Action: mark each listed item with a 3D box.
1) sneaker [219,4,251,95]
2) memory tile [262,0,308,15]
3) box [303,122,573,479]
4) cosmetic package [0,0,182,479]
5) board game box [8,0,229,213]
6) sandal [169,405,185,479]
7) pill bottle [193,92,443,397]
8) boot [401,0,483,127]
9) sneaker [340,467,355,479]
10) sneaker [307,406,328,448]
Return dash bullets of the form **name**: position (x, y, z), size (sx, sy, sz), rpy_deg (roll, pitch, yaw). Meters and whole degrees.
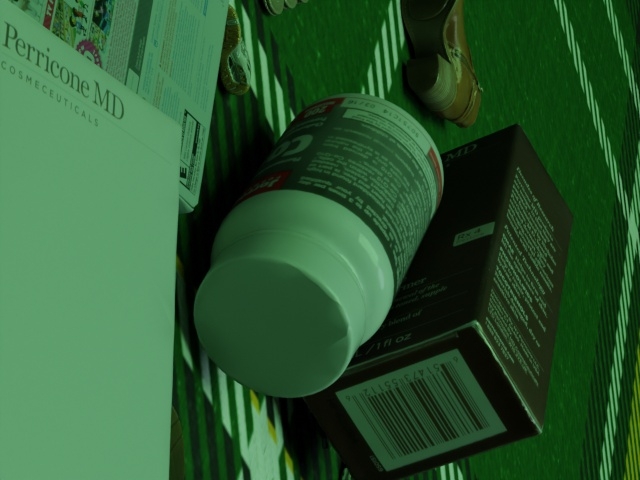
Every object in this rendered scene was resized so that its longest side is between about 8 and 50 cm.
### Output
- **sneaker**: position (-0.081, -0.172, 1.454), size (0.037, 0.032, 0.083), rpy_deg (-69, 152, -72)
- **memory tile**: position (-0.048, -0.297, 1.586), size (0.113, 0.012, 0.148), rpy_deg (-42, 120, -63)
- **box**: position (0.124, 0.053, 1.589), size (0.143, 0.191, 0.381), rpy_deg (58, 25, -20)
- **cosmetic package**: position (-0.200, 0.080, 0.932), size (0.217, 0.156, 0.384), rpy_deg (32, 55, -59)
- **board game box**: position (-0.180, -0.176, 1.123), size (0.303, 0.098, 0.224), rpy_deg (45, 46, -56)
- **sandal**: position (-0.137, 0.201, 1.187), size (0.072, 0.049, 0.180), rpy_deg (-24, 120, -60)
- **pill bottle**: position (0.000, 0.000, 1.415), size (0.283, 0.161, 0.161), rpy_deg (-60, 137, -55)
- **boot**: position (0.156, -0.241, 1.972), size (0.152, 0.073, 0.197), rpy_deg (29, 69, -61)
- **sneaker**: position (0.058, 0.266, 1.575), size (0.170, 0.075, 0.063), rpy_deg (-76, 149, -41)
- **sneaker**: position (0.013, 0.170, 1.555), size (0.098, 0.038, 0.069), rpy_deg (41, 47, -44)
